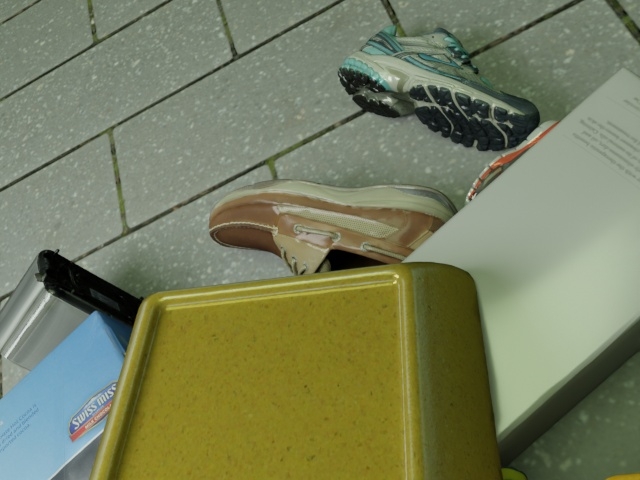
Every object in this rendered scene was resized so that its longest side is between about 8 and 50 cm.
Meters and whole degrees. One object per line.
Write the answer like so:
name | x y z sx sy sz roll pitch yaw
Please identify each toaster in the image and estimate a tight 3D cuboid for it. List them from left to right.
toaster | -0.307 0.101 0.854 0.110 0.186 0.168 -55 30 -2

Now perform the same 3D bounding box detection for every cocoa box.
cocoa box | -0.250 0.294 0.725 0.347 0.231 0.228 -43 54 0

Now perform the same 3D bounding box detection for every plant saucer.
plant saucer | -0.035 0.142 0.525 0.333 0.081 0.332 -7 46 11

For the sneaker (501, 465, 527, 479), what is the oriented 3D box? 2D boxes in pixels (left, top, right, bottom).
sneaker | 0.104 0.280 0.618 0.209 0.069 0.082 -33 33 25

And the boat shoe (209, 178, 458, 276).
boat shoe | 0.000 0.000 0.826 0.325 0.123 0.116 0 68 27

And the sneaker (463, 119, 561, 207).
sneaker | 0.236 -0.072 0.789 0.158 0.061 0.065 -42 65 4

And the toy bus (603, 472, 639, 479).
toy bus | 0.252 0.234 0.462 0.108 0.332 0.130 -12 62 20

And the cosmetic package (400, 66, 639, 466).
cosmetic package | 0.235 0.034 0.675 0.366 0.155 0.197 -41 59 2

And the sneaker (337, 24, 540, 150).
sneaker | 0.157 -0.212 0.865 0.283 0.110 0.122 29 77 33
